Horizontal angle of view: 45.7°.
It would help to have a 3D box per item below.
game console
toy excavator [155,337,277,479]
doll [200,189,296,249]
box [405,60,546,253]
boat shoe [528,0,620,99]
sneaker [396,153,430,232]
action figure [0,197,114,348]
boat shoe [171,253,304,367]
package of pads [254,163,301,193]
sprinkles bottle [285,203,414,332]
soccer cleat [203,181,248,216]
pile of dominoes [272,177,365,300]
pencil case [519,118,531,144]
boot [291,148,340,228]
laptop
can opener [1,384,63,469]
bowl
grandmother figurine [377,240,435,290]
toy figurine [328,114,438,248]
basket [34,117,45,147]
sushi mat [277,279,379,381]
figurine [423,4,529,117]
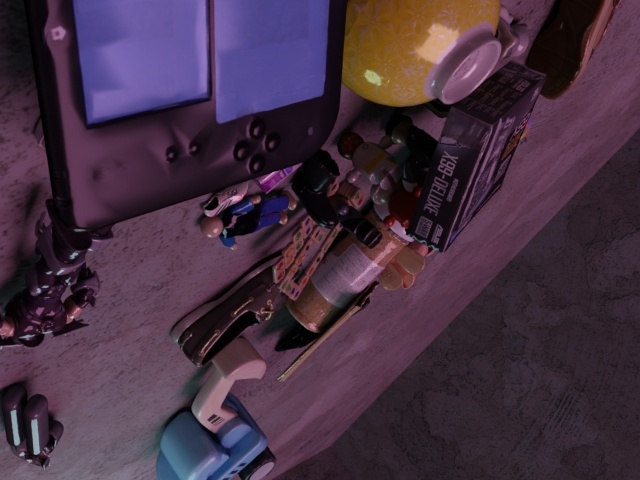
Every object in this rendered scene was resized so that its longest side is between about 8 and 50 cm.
[{"bbox_3d":[-0.106,-0.221,0.712,0.342,0.060,0.387,-26,131,-39],"label":"game console"},{"bbox_3d":[-0.262,0.465,1.882,0.433,0.222,0.445,-41,152,-3],"label":"toy excavator"},{"bbox_3d":[-0.126,-0.034,1.282,0.189,0.046,0.129,-17,148,-49],"label":"doll"},{"bbox_3d":[0.269,-0.151,1.298,0.307,0.076,0.243,-40,152,-51],"label":"box"},{"bbox_3d":[0.534,-0.433,1.548,0.123,0.123,0.342,-30,151,-25],"label":"boat shoe"},{"bbox_3d":[0.215,-0.100,1.538,0.097,0.276,0.135,14,121,-11],"label":"sneaker"},{"bbox_3d":[-0.352,0.051,0.988,0.285,0.099,0.185,-50,166,33],"label":"action figure"},{"bbox_3d":[-0.149,0.136,1.526,0.305,0.091,0.109,-35,159,-15],"label":"boat shoe"},{"bbox_3d":[-0.070,-0.117,1.229,0.083,0.032,0.050,-39,157,-4],"label":"package of pads"},{"bbox_3d":[0.076,0.051,1.713,0.355,0.121,0.121,-47,159,16],"label":"sprinkles bottle"},{"bbox_3d":[-0.149,-0.067,1.196,0.083,0.029,0.035,-36,164,-1],"label":"soccer cleat"},{"bbox_3d":[0.000,0.000,1.483,0.251,0.040,0.196,-58,160,-6],"label":"pile of dominoes"},{"bbox_3d":[0.384,-0.263,1.657,0.104,0.104,0.236,-49,157,22],"label":"pencil case"},{"bbox_3d":[0.005,-0.091,1.300,0.045,0.121,0.099,-25,161,-42],"label":"boot"},{"bbox_3d":[-0.003,0.168,1.976,0.234,0.137,0.264,-28,-178,-30],"label":"laptop"},{"bbox_3d":[-0.502,0.321,1.338,0.283,0.075,0.095,113,0,-49],"label":"can opener"},{"bbox_3d":[0.170,-0.294,1.118,0.289,0.156,0.289,-35,159,-15],"label":"bowl"},{"bbox_3d":[0.230,0.033,1.895,0.207,0.104,0.342,-29,-179,25],"label":"grandmother figurine"},{"bbox_3d":[0.113,-0.110,1.382,0.209,0.148,0.213,-19,137,-35],"label":"toy figurine"},{"bbox_3d":[-0.211,-0.138,0.826,0.167,0.103,0.113,-50,157,25],"label":"basket"},{"bbox_3d":[0.018,0.216,1.793,0.316,0.019,0.151,-48,176,32],"label":"sushi mat"},{"bbox_3d":[0.301,-0.326,1.412,0.215,0.092,0.209,-51,166,24],"label":"figurine"}]
